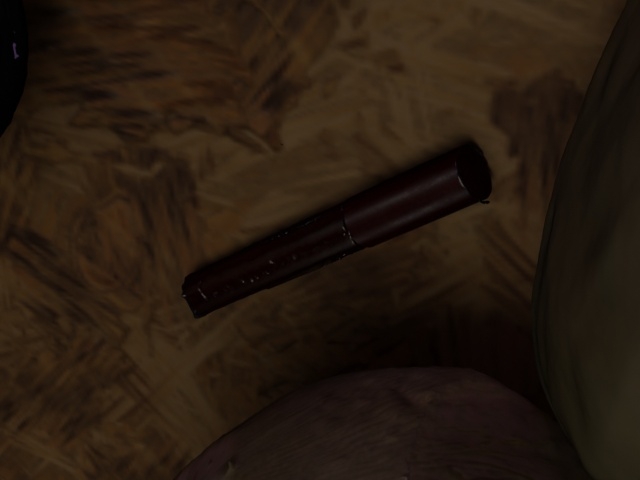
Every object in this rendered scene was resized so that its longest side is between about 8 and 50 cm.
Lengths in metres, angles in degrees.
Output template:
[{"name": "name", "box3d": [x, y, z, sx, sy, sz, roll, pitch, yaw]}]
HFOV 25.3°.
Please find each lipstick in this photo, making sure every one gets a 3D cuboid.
[{"name": "lipstick", "box3d": [0.000, -0.001, 0.647, 0.176, 0.027, 0.027, -23, 109, 36]}]

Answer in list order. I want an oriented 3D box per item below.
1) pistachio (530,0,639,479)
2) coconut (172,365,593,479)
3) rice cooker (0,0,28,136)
[{"name": "pistachio", "box3d": [0.164, -0.022, 0.473, 0.197, 0.166, 0.288, 53, 136, 18]}, {"name": "coconut", "box3d": [0.025, 0.198, 0.602, 0.254, 0.297, 0.297, 41, 129, -9]}, {"name": "rice cooker", "box3d": [-0.270, -0.078, 0.580, 0.224, 0.267, 0.267, -15, 114, 33]}]
